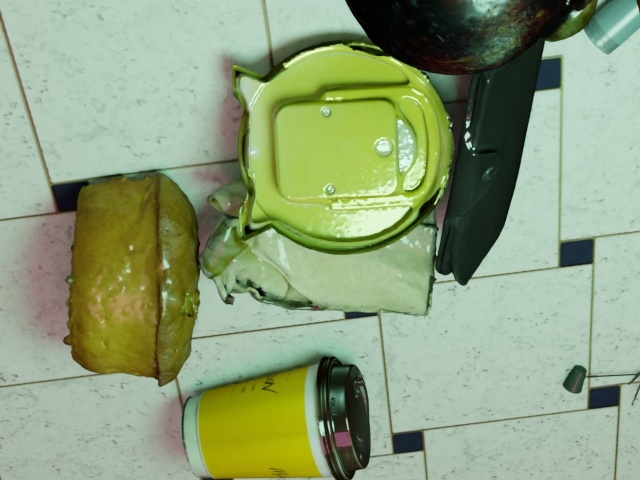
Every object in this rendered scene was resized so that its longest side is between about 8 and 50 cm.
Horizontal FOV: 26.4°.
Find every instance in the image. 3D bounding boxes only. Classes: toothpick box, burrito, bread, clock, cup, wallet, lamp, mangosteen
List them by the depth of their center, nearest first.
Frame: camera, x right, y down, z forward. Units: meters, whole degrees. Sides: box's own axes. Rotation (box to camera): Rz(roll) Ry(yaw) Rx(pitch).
[{"bbox_3d":[0.171,-0.338,1.525,0.330,0.330,0.330,-3,131,-3],"label":"mangosteen"},{"bbox_3d":[0.384,-0.284,1.747,0.052,0.052,0.083,33,119,-29],"label":"toothpick box"},{"bbox_3d":[0.026,-0.122,1.782,0.294,0.071,0.277,4,98,-2],"label":"clock"},{"bbox_3d":[0.226,-0.125,1.792,0.051,0.197,0.377,23,132,20],"label":"wallet"},{"bbox_3d":[0.000,-0.004,1.897,0.332,0.135,0.190,4,127,-4],"label":"burrito"},{"bbox_3d":[-0.266,0.083,1.908,0.194,0.179,0.340,7,131,-3],"label":"bread"},{"bbox_3d":[-0.064,0.289,2.117,0.280,0.196,0.196,-9,131,11],"label":"cup"},{"bbox_3d":[0.457,0.225,2.204,0.121,0.041,0.054,11,120,-10],"label":"lamp"}]

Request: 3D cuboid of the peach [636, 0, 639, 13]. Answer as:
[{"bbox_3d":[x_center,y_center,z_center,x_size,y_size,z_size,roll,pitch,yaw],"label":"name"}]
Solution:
[{"bbox_3d":[0.497,-0.333,1.600,0.281,0.238,0.281,-30,149,-20],"label":"peach"}]
